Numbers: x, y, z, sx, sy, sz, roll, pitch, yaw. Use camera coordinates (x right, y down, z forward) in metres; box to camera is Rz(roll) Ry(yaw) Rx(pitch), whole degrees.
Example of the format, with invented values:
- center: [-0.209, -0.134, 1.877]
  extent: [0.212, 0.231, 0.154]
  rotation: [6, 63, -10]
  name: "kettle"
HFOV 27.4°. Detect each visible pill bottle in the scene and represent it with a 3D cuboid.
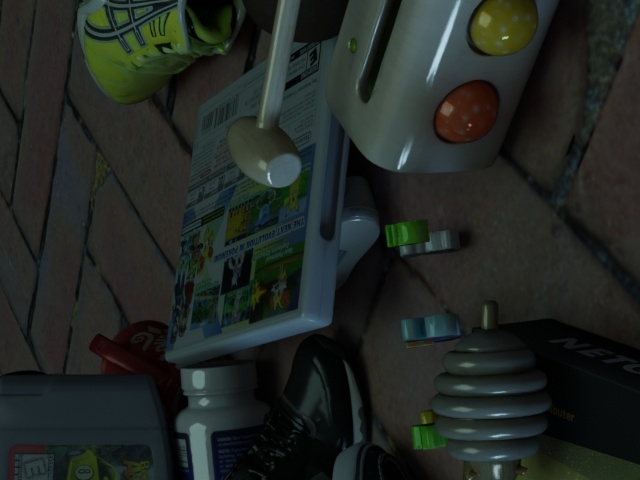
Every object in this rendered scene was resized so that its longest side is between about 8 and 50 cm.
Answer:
- center: [-0.103, 0.228, 1.438]
  extent: [0.112, 0.112, 0.187]
  rotation: [-5, 89, 60]
  name: "pill bottle"

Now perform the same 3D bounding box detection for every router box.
- center: [0.217, 0.207, 0.903]
  extent: [0.309, 0.081, 0.243]
  rotation: [18, 109, 58]
  name: "router box"

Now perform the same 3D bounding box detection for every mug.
- center: [-0.190, 0.172, 1.554]
  extent: [0.169, 0.150, 0.113]
  rotation: [21, 108, 53]
  name: "mug"

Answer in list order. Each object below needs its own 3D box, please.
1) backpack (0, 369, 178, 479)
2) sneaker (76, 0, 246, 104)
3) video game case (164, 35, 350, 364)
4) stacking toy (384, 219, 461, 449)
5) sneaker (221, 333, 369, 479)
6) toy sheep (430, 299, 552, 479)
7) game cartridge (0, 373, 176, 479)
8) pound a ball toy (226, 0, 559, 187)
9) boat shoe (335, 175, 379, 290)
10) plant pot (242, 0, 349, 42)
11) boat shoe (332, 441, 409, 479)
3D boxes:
- center: [-0.284, 0.318, 1.600]
  extent: [0.290, 0.273, 0.355]
  rotation: [58, -178, -20]
  name: "backpack"
- center: [-0.168, -0.251, 1.450]
  extent: [0.385, 0.145, 0.147]
  rotation: [-49, 52, 53]
  name: "sneaker"
- center: [-0.064, -0.039, 1.325]
  extent: [0.329, 0.036, 0.300]
  rotation: [-21, 59, 59]
  name: "video game case"
- center: [0.091, 0.071, 1.032]
  extent: [0.221, 0.052, 0.167]
  rotation: [27, -125, -81]
  name: "stacking toy"
- center: [-0.036, 0.233, 1.308]
  extent: [0.107, 0.124, 0.283]
  rotation: [34, 123, 53]
  name: "sneaker"
- center: [0.117, 0.107, 0.902]
  extent: [0.091, 0.091, 0.132]
  rotation: [-8, 89, 60]
  name: "toy sheep"
- center: [-0.253, 0.290, 1.412]
  extent: [0.060, 0.196, 0.294]
  rotation: [101, 168, -78]
  name: "game cartridge"
- center: [0.073, -0.164, 0.974]
  extent: [0.136, 0.208, 0.319]
  rotation: [55, 138, 42]
  name: "pound a ball toy"
- center: [0.000, 0.000, 1.278]
  extent: [0.184, 0.066, 0.063]
  rotation: [124, 150, -54]
  name: "boat shoe"
- center: [-0.003, -0.284, 1.122]
  extent: [0.230, 0.215, 0.215]
  rotation: [104, 148, -55]
  name: "plant pot"
- center: [0.096, 0.285, 1.121]
  extent: [0.102, 0.108, 0.301]
  rotation: [-38, 42, 19]
  name: "boat shoe"
